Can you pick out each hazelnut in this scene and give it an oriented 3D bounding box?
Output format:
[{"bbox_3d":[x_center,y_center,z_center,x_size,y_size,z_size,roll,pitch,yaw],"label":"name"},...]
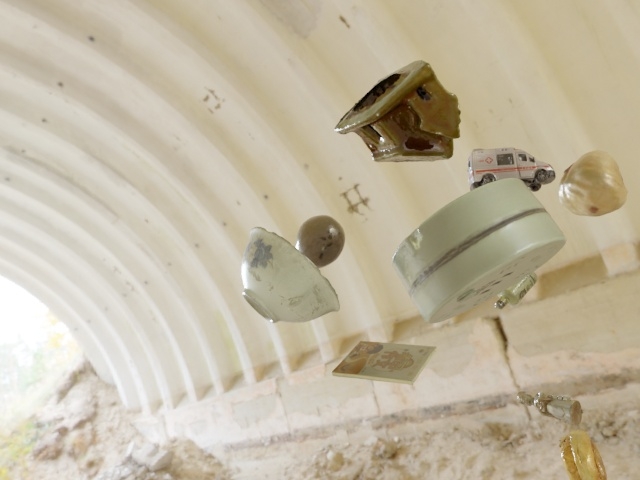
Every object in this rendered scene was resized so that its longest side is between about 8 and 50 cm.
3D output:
[{"bbox_3d":[1.070,-0.211,2.019,0.241,0.261,0.261,17,-21,-10],"label":"hazelnut"}]

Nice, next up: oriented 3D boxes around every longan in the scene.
[{"bbox_3d":[0.000,0.000,2.023,0.196,0.196,0.220,-7,-47,-39],"label":"longan"}]

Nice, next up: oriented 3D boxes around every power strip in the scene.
[{"bbox_3d":[0.341,0.029,1.116,0.357,0.161,0.357,-25,-22,-11],"label":"power strip"}]

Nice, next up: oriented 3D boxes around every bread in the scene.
[{"bbox_3d":[0.940,0.792,1.861,0.120,0.198,0.236,-23,-5,23],"label":"bread"}]

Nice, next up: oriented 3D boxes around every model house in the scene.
[{"bbox_3d":[0.207,-0.256,1.175,0.173,0.239,0.268,-53,21,-14],"label":"model house"}]

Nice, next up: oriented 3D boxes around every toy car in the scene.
[{"bbox_3d":[0.480,-0.181,1.319,0.209,0.108,0.089,-3,-15,10],"label":"toy car"}]

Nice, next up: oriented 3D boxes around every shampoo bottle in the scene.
[{"bbox_3d":[0.615,0.157,1.663,0.162,0.079,0.079,-43,-6,-16],"label":"shampoo bottle"}]

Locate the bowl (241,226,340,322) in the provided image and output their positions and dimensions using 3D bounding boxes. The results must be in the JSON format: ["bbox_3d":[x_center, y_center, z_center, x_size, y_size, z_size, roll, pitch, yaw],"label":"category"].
[{"bbox_3d":[-0.113,0.123,1.341,0.146,0.313,0.313,-45,-4,-19],"label":"bowl"}]

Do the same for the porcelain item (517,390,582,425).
[{"bbox_3d":[0.691,0.503,1.599,0.054,0.084,0.213,0,-2,-28],"label":"porcelain item"}]

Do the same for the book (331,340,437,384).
[{"bbox_3d":[0.209,0.397,1.712,0.295,0.020,0.208,-4,18,35],"label":"book"}]
